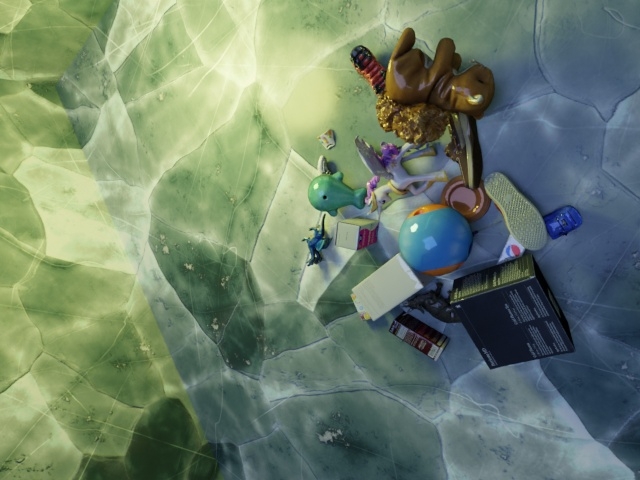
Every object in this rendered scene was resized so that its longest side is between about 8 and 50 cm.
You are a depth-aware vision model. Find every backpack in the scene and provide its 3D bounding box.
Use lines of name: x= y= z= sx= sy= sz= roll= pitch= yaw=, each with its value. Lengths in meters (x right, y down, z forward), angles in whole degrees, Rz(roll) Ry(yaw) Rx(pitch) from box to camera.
backpack: x=0.882 y=-0.066 z=1.495 sx=0.120 sy=0.101 sz=0.098 roll=-33 pitch=89 yaw=27

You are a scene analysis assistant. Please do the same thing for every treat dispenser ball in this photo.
treat dispenser ball: x=0.458 y=-0.003 z=1.647 sx=0.288 sy=0.288 sz=0.288 roll=6 pitch=102 yaw=30

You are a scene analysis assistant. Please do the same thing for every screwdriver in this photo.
screwdriver: x=0.658 y=-0.044 z=1.684 sx=0.170 sy=0.025 sz=0.024 roll=-29 pitch=83 yaw=23

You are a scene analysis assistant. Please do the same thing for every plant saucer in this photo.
plant saucer: x=0.591 y=-0.169 z=1.685 sx=0.200 sy=0.037 sz=0.200 roll=6 pitch=103 yaw=29

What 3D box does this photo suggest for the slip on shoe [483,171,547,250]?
slip on shoe: x=0.735 y=-0.111 z=1.550 sx=0.123 sy=0.101 sz=0.331 roll=-35 pitch=70 yaw=20

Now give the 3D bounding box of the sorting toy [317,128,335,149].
sorting toy: x=0.031 y=-0.477 z=1.964 sx=0.083 sy=0.045 sz=0.075 roll=-27 pitch=104 yaw=32

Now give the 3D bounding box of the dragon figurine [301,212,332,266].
dragon figurine: x=0.000 y=0.000 z=2.039 sx=0.144 sy=0.085 sz=0.289 roll=45 pitch=119 yaw=16

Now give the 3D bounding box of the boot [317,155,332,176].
boot: x=0.036 y=-0.310 z=1.978 sx=0.086 sy=0.069 sz=0.190 roll=9 pitch=112 yaw=22

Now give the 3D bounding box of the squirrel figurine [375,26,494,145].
squirrel figurine: x=0.416 y=-0.516 z=1.506 sx=0.370 sy=0.281 sz=0.397 roll=29 pitch=93 yaw=16

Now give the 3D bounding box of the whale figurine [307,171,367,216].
whale figurine: x=0.075 y=-0.206 z=1.893 sx=0.272 sy=0.141 sz=0.216 roll=11 pitch=110 yaw=2

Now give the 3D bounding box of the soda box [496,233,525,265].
soda box: x=0.747 y=0.068 z=1.618 sx=0.074 sy=0.069 sz=0.216 roll=24 pitch=112 yaw=24

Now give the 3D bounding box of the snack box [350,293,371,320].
snack box: x=0.220 y=0.309 z=1.995 sx=0.100 sy=0.037 sz=0.141 roll=-25 pitch=86 yaw=31

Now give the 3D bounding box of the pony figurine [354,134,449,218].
pony figurine: x=0.301 y=-0.307 z=1.722 sx=0.363 sy=0.303 sz=0.351 roll=-25 pitch=95 yaw=17

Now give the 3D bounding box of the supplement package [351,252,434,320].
supplement package: x=0.323 y=0.193 z=1.830 sx=0.293 sy=0.175 sz=0.177 roll=-41 pitch=76 yaw=30

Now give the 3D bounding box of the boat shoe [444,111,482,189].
boat shoe: x=0.554 y=-0.365 z=1.628 sx=0.123 sy=0.123 sz=0.342 roll=-8 pitch=91 yaw=39

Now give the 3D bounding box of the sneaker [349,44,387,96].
sneaker: x=0.234 y=-0.710 z=1.762 sx=0.097 sy=0.135 sz=0.276 roll=-40 pitch=102 yaw=18

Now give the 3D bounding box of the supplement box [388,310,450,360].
supplement box: x=0.440 y=0.421 z=1.831 sx=0.239 sy=0.130 sz=0.073 roll=30 pitch=114 yaw=24

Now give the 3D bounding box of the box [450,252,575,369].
box: x=0.717 y=0.274 z=1.557 sx=0.312 sy=0.179 sz=0.343 roll=-25 pitch=104 yaw=31

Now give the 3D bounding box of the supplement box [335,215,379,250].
supplement box: x=0.168 y=-0.036 z=1.854 sx=0.114 sy=0.220 sz=0.111 roll=13 pitch=106 yaw=27

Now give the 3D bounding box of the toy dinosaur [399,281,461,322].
toy dinosaur: x=0.521 y=0.288 z=1.786 sx=0.313 sy=0.121 sz=0.160 roll=22 pitch=128 yaw=12
